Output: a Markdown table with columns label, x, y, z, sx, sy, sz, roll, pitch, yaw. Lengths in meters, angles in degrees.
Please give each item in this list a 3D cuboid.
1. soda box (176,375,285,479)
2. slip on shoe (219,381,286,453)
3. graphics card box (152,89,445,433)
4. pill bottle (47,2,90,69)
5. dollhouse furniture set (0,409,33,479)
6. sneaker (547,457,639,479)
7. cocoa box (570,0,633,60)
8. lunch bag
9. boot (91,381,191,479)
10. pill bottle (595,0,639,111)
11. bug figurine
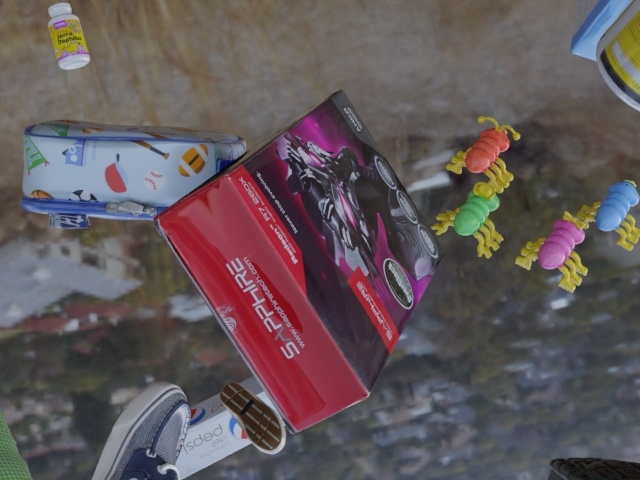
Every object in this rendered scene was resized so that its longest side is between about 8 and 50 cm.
| label | x | y | z | sx | sy | sz | roll | pitch | yaw |
| --- | --- | --- | --- | --- | --- | --- | --- | --- | --- |
| soda box | -0.156 | 0.286 | 1.652 | 0.216 | 0.074 | 0.069 | -26 | -159 | -10 |
| slip on shoe | -0.085 | 0.240 | 1.429 | 0.051 | 0.135 | 0.041 | -47 | 137 | -9 |
| graphics card box | 0.000 | 0.000 | 1.073 | 0.094 | 0.233 | 0.371 | -30 | -173 | 24 |
| pill bottle | -0.343 | -0.277 | 1.448 | 0.043 | 0.083 | 0.043 | -17 | 175 | -1 |
| dollhouse furniture set | -0.439 | 0.242 | 1.132 | 0.301 | 0.197 | 0.151 | -11 | 141 | -37 |
| sneaker | 0.251 | 0.254 | 0.822 | 0.109 | 0.130 | 0.286 | 7 | -171 | -15 |
| cocoa box | 0.523 | -0.322 | 1.322 | 0.347 | 0.228 | 0.231 | 18 | 154 | -5 |
| lunch bag | -0.206 | -0.081 | 1.274 | 0.243 | 0.115 | 0.303 | 4 | -172 | 6 |
| boot | -0.109 | 0.179 | 0.706 | 0.086 | 0.190 | 0.069 | 7 | 138 | 21 |
| pill bottle | 0.330 | -0.199 | 0.925 | 0.103 | 0.103 | 0.184 | 1 | 148 | -27 |
| bug figurine | 0.284 | -0.052 | 1.417 | 0.279 | 0.216 | 0.072 | 25 | 143 | 17 |
